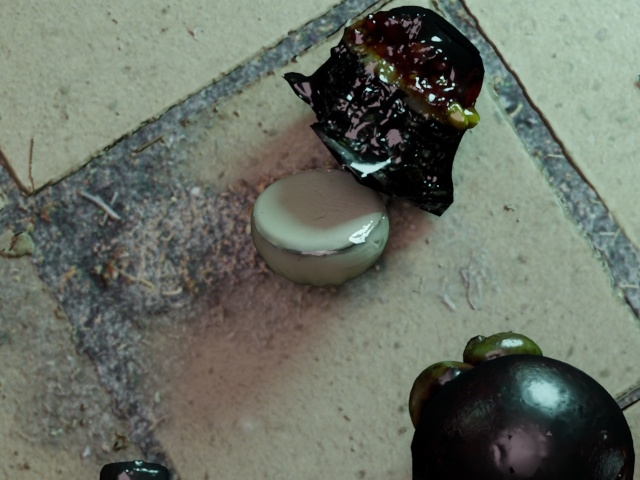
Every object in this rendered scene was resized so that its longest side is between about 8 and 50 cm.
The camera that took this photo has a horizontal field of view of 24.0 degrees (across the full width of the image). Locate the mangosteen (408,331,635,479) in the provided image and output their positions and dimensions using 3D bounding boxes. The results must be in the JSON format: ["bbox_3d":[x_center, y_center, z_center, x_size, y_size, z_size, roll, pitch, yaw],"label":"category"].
[{"bbox_3d":[0.174,0.178,1.387,0.211,0.211,0.250,-19,46,5],"label":"mangosteen"}]

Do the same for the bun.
[{"bbox_3d":[0.000,0.000,1.498,0.138,0.094,0.138,-1,43,1],"label":"bun"}]

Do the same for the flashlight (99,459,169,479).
[{"bbox_3d":[-0.186,0.331,1.464,0.093,0.093,0.232,-4,73,8],"label":"flashlight"}]

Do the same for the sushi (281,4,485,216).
[{"bbox_3d":[0.080,-0.150,1.485,0.150,0.153,0.172,-49,54,18],"label":"sushi"}]

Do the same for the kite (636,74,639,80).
[{"bbox_3d":[0.474,-0.259,1.515,0.368,0.014,0.406,-34,76,1],"label":"kite"}]
